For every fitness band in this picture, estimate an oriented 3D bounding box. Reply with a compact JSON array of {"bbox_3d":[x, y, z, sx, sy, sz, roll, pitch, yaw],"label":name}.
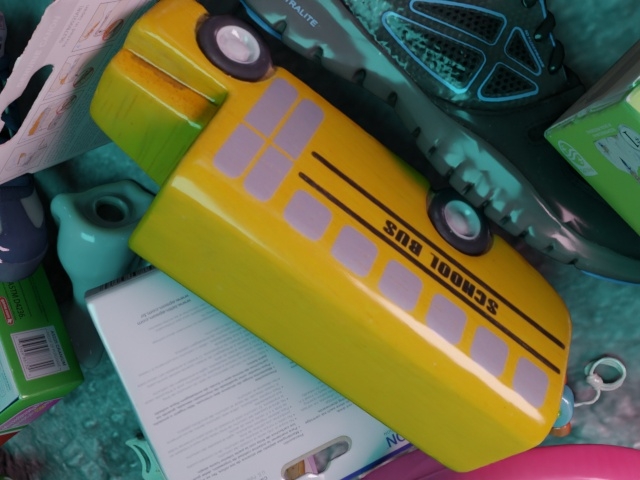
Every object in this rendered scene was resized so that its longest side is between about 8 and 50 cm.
[{"bbox_3d":[0.140,0.230,0.582,0.209,0.054,0.290,33,130,-27],"label":"fitness band"}]

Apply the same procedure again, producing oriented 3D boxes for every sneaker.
[{"bbox_3d":[0.108,-0.106,0.446,0.340,0.125,0.140,39,106,-4],"label":"sneaker"},{"bbox_3d":[-0.305,-0.123,0.613,0.131,0.112,0.319,-32,84,28],"label":"sneaker"}]

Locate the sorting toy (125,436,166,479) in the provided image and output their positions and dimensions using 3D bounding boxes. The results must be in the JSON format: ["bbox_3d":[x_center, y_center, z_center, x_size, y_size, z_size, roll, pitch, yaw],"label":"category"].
[{"bbox_3d":[-0.179,0.240,0.794,0.075,0.045,0.083,-10,109,37],"label":"sorting toy"}]

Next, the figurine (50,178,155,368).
[{"bbox_3d":[-0.171,0.077,0.690,0.214,0.092,0.209,34,127,9],"label":"figurine"}]

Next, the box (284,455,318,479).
[{"bbox_3d":[-0.022,0.318,0.740,0.063,0.067,0.324,-4,110,26],"label":"box"}]

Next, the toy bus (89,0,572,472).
[{"bbox_3d":[0.000,0.000,0.466,0.332,0.130,0.108,36,140,-10],"label":"toy bus"}]

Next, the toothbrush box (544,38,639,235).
[{"bbox_3d":[0.290,-0.028,0.346,0.206,0.122,0.283,-45,89,1],"label":"toothbrush box"}]

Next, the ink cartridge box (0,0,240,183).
[{"bbox_3d":[-0.155,-0.127,0.499,0.056,0.224,0.181,48,123,2],"label":"ink cartridge box"}]

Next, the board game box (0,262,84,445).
[{"bbox_3d":[-0.381,0.099,0.749,0.316,0.064,0.242,-35,73,37],"label":"board game box"}]

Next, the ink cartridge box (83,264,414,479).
[{"bbox_3d":[-0.037,0.097,0.576,0.223,0.045,0.224,-23,103,-12],"label":"ink cartridge box"}]

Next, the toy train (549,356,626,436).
[{"bbox_3d":[0.143,0.091,0.566,0.166,0.046,0.125,36,123,7],"label":"toy train"}]

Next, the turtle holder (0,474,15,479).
[{"bbox_3d":[-0.500,0.380,0.898,0.320,0.227,0.244,10,116,22],"label":"turtle holder"}]
